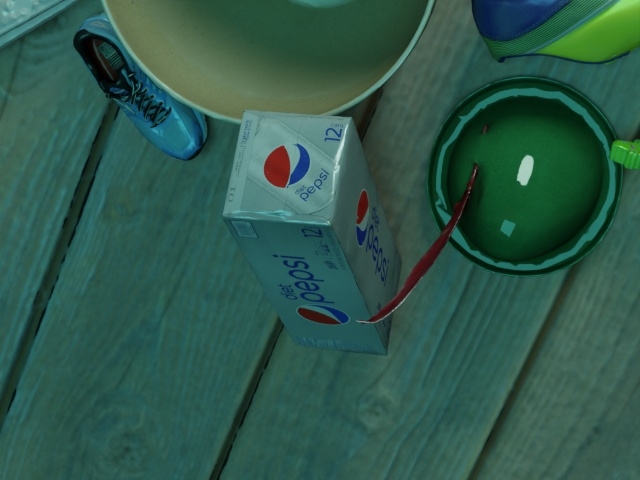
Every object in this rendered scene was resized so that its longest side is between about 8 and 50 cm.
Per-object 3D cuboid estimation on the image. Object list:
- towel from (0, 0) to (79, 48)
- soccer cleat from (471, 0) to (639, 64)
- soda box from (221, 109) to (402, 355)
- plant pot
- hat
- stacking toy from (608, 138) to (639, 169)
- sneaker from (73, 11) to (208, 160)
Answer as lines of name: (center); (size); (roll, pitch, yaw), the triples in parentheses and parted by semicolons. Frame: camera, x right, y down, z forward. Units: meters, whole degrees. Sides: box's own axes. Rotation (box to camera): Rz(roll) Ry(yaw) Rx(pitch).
towel: (-0.381, -0.321, 1.491); (0.317, 0.053, 0.332); (-27, 97, 20)
soccer cleat: (0.271, -0.202, 1.344); (0.289, 0.093, 0.121); (-3, 134, 11)
soda box: (0.000, 0.000, 1.354); (0.091, 0.286, 0.098); (5, 67, 14)
plant pot: (-0.024, -0.249, 1.340); (0.284, 0.191, 0.284); (4, 105, 13)
hat: (0.157, -0.023, 1.353); (0.173, 0.183, 0.208); (19, 107, 8)
stacking toy: (0.359, -0.107, 1.305); (0.221, 0.052, 0.167); (10, 129, 4)
sneaker: (-0.171, -0.134, 1.472); (0.063, 0.073, 0.162); (-42, 91, 20)
